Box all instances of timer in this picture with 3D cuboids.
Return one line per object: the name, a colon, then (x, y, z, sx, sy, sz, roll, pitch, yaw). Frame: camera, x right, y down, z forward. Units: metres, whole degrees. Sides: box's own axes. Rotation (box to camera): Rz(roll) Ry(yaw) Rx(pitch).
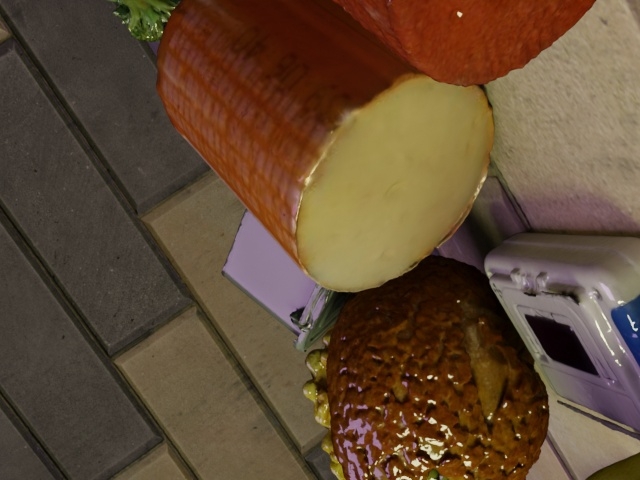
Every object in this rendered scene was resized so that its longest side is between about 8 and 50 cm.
timer: (0.242, 0.082, 0.758, 0.178, 0.078, 0.253, 57, 172, -7)

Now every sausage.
sausage: (-0.002, -0.119, 0.821, 0.287, 0.233, 0.233, 47, 167, 41)

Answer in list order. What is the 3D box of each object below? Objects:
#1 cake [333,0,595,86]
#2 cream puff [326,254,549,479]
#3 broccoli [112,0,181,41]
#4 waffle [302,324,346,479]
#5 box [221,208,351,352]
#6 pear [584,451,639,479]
cake: (0.054, -0.204, 0.396, 0.151, 0.177, 0.283, 51, 171, 30)
cream puff: (0.137, 0.158, 0.918, 0.303, 0.212, 0.303, 42, -141, -47)
broccoli: (-0.229, -0.360, 1.034, 0.269, 0.254, 0.269, 0, -90, -70)
waffle: (0.128, 0.200, 1.087, 0.282, 0.300, 0.058, 57, 166, 10)
box: (0.000, 0.000, 0.994, 0.135, 0.243, 0.163, 33, 121, 12)
pear: (0.300, 0.289, 0.590, 0.294, 0.294, 0.294, 54, 171, 12)
